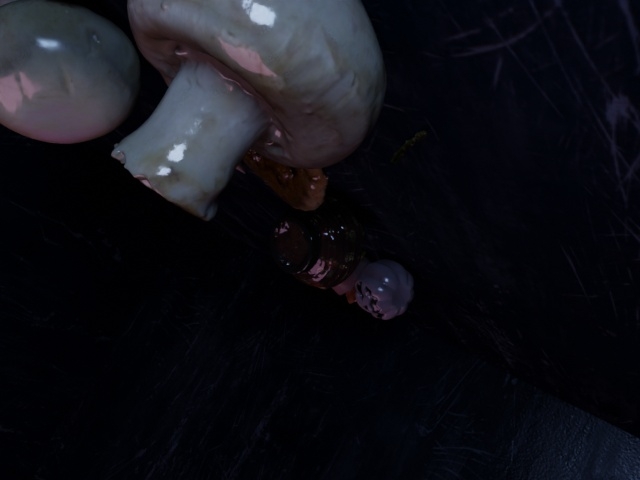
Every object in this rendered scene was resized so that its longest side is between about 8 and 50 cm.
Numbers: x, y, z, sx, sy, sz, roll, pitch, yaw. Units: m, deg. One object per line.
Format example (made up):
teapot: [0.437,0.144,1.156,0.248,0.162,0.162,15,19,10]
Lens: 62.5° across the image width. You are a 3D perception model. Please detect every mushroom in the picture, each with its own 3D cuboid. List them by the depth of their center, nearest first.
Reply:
mushroom: [-0.085,-0.164,0.562,0.297,0.290,0.297,30,171,5]
mushroom: [-0.548,-0.340,1.041,0.355,0.315,0.315,25,170,-7]

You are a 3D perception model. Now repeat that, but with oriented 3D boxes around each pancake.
pancake: [-0.107,-0.193,0.959,0.356,0.065,0.356,39,161,17]

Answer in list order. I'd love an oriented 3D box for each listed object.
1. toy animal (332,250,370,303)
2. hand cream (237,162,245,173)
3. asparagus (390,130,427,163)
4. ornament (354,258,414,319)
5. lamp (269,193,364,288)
toy animal: [0.040,0.064,1.680,0.281,0.195,0.169,32,-150,-25]
hand cream: [-0.193,-0.177,1.091,0.061,0.039,0.143,46,178,11]
asparagus: [0.134,-0.144,0.806,0.016,0.016,0.163,58,169,1]
ornament: [0.185,0.142,1.570,0.177,0.178,0.177,30,170,6]
lamp: [0.000,0.000,1.310,0.247,0.247,0.247,30,170,6]
